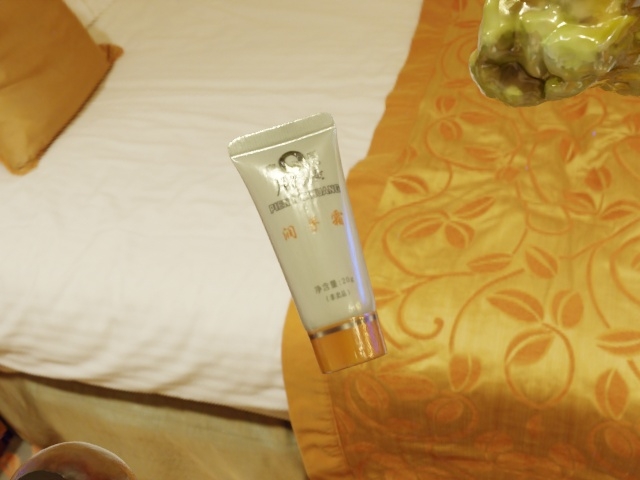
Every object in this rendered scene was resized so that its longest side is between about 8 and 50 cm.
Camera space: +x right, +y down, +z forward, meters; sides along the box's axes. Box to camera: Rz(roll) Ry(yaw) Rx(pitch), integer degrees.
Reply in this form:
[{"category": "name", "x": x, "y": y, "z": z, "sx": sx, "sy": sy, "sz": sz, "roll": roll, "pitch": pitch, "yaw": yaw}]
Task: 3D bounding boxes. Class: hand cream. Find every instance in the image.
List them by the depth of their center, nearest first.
[{"category": "hand cream", "x": 0.000, "y": 0.000, "z": 0.840, "sx": 0.139, "sy": 0.089, "sz": 0.314, "roll": -20, "pitch": 81, "yaw": -5}]

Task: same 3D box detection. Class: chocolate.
[{"category": "chocolate", "x": -0.298, "y": 0.329, "z": 0.849, "sx": 0.176, "sy": 0.177, "sz": 0.177, "roll": -6, "pitch": 44, "yaw": 6}]

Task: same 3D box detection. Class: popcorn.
[{"category": "popcorn", "x": 0.321, "y": -0.314, "z": 0.745, "sx": 0.292, "sy": 0.293, "sz": 0.334, "roll": -5, "pitch": 78, "yaw": 44}]
